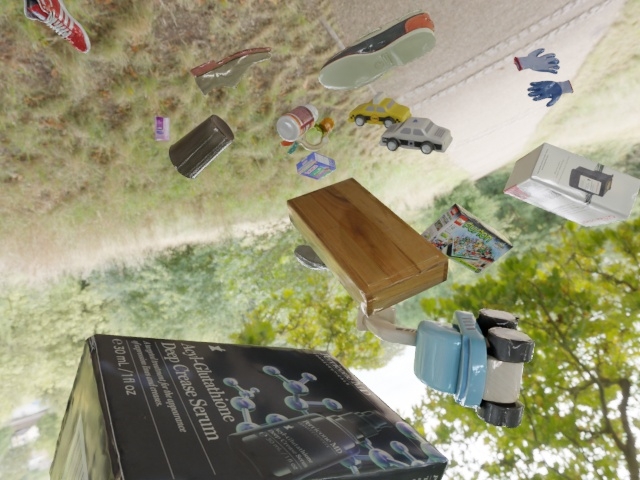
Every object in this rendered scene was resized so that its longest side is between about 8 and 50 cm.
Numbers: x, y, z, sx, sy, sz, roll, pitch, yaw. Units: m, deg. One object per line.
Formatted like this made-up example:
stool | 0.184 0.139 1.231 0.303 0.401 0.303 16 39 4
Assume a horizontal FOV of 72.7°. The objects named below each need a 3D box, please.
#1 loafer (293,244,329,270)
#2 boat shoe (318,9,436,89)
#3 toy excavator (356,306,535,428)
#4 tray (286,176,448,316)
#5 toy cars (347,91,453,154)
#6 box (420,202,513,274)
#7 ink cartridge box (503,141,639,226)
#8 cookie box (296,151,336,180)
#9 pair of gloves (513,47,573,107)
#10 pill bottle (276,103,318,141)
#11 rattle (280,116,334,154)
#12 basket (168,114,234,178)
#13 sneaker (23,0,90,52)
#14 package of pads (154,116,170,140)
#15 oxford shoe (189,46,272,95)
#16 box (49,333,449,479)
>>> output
loafer | 0.028 0.075 1.862 0.111 0.319 0.112 83 30 -48
boat shoe | 0.060 -0.213 0.488 0.137 0.043 0.049 -16 153 25
toy excavator | 0.311 0.287 1.230 0.445 0.222 0.433 7 -170 9
tray | 0.092 -0.011 1.045 0.203 0.411 0.076 -21 129 -17
toy cars | 0.216 -0.348 1.244 0.176 0.393 0.087 -19 128 -13
box | 0.347 0.001 1.030 0.207 0.036 0.114 25 123 -30
ink cartridge box | 0.606 -0.130 1.066 0.172 0.237 0.100 57 56 -85
cookie box | -0.015 -0.257 1.518 0.107 0.040 0.092 11 150 -43
pair of gloves | 0.682 -0.497 1.328 0.159 0.198 0.023 -12 167 -12
pill bottle | -0.071 -0.394 1.438 0.086 0.086 0.152 -43 -176 47
rattle | -0.052 -0.422 1.771 0.200 0.130 0.143 -14 -161 -16
basket | -0.469 -0.383 1.742 0.227 0.204 0.154 -34 125 20
sneaker | -0.451 -0.371 0.741 0.042 0.067 0.118 -14 125 22
package of pads | -0.563 -0.398 1.553 0.050 0.083 0.032 8 -168 18
oxford shoe | -0.354 -0.706 1.807 0.348 0.130 0.123 -20 -156 -1
box | -0.096 0.290 0.554 0.395 0.293 0.212 15 97 -36
